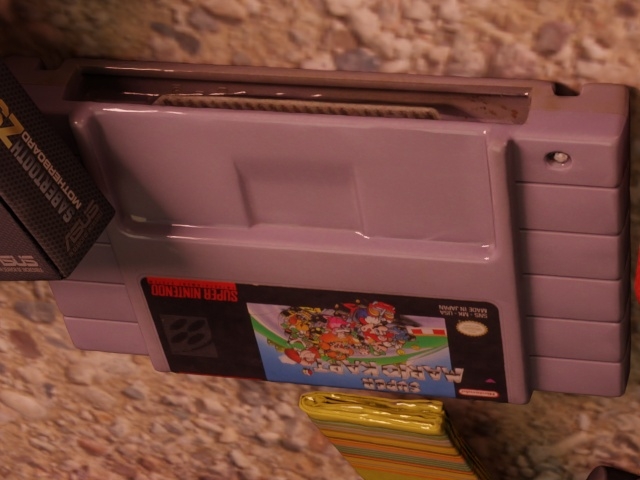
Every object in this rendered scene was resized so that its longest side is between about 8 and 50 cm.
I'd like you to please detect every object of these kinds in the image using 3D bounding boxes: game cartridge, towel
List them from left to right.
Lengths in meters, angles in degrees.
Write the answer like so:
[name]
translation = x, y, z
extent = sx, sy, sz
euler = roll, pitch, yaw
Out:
[game cartridge]
translation = 0.000, 0.000, 0.970
extent = 0.355, 0.068, 0.230
euler = 4, 135, 15
[towel]
translation = 0.075, 0.161, 1.125
extent = 0.102, 0.021, 0.237
euler = 6, 152, 29

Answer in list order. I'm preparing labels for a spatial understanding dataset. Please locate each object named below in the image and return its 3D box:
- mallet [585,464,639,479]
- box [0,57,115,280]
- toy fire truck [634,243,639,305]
[mallet]
translation = 0.225, 0.128, 1.062
extent = 0.062, 0.039, 0.190
euler = 16, 137, -5
[box]
translation = -0.251, -0.058, 0.936
extent = 0.232, 0.059, 0.183
euler = -2, 133, 40
[toy fire truck]
translation = 0.266, -0.008, 0.714
extent = 0.302, 0.254, 0.169
euler = -21, 127, 36
